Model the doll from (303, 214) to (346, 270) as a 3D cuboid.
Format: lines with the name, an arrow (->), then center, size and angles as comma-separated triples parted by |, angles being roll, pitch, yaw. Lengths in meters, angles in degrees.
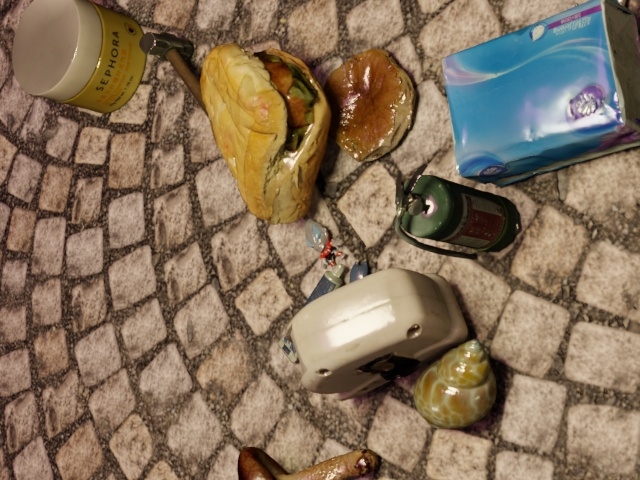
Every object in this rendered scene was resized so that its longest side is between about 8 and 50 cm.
doll -> -0.001, 0.001, 1.797 | 0.114, 0.039, 0.057 | 52, 157, 23

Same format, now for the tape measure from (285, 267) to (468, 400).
tape measure -> 0.077, 0.149, 1.588 | 0.258, 0.265, 0.130 | -28, 69, 24

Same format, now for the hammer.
hammer -> -0.215, -0.259, 1.980 | 0.043, 0.111, 0.365 | -47, 64, 25

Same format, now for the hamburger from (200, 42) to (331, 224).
hamburger -> -0.077, -0.211, 1.765 | 0.209, 0.162, 0.330 | -52, 51, 54

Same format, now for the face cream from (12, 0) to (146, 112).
face cream -> -0.495, -0.385, 2.157 | 0.218, 0.179, 0.218 | -7, 79, 37

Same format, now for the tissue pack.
tissue pack -> 0.324, -0.208, 1.502 | 0.263, 0.146, 0.198 | -15, 76, 36

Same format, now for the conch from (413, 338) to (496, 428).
conch -> 0.198, 0.224, 1.567 | 0.173, 0.106, 0.116 | -18, 53, 50

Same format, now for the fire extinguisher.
fire extinguisher -> 0.180, -0.039, 1.495 | 0.093, 0.294, 0.118 | 31, 103, 36

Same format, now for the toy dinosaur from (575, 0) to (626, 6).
toy dinosaur -> 0.439, -0.488, 1.502 | 0.147, 0.076, 0.363 | -6, 85, 58

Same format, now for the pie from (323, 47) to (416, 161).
pie -> 0.079, -0.233, 1.765 | 0.195, 0.046, 0.195 | -8, 77, 36

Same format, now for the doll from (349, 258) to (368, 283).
doll -> 0.062, 0.092, 1.741 | 0.037, 0.027, 0.125 | 0, 80, 38

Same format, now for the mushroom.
mushroom -> -0.009, 0.390, 1.706 | 0.217, 0.148, 0.227 | -40, 69, 6

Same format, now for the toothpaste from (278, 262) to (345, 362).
toothpaste -> -0.012, 0.120, 1.789 | 0.057, 0.034, 0.197 | 48, 115, 39
